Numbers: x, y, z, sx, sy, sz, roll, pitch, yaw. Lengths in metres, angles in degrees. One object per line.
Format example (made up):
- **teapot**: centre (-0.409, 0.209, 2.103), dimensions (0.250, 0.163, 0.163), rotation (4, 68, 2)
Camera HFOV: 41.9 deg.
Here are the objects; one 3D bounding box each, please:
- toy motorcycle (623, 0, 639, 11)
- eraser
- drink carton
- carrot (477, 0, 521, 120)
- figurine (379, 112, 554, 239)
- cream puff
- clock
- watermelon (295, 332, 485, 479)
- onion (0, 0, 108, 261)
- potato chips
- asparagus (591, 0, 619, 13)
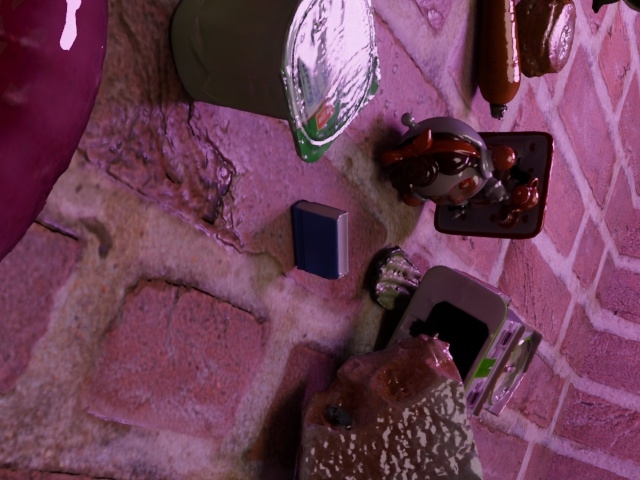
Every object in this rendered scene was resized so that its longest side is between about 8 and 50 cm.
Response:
- **toy motorcycle**: centre (0.642, -0.612, 1.667), dimensions (0.410, 0.169, 0.237), rotation (19, 81, -55)
- **eraser**: centre (0.000, 0.000, 0.976), dimensions (0.027, 0.063, 0.084), rotation (-41, 138, -46)
- **drink carton**: centre (-0.045, -0.171, 0.741), dimensions (0.146, 0.142, 0.144), rotation (-50, 145, -35)
- **carrot**: centre (0.274, -0.344, 1.272), dimensions (0.069, 0.069, 0.336), rotation (-37, 130, -47)
- **figurine**: centre (0.181, -0.102, 1.145), dimensions (0.226, 0.183, 0.160), rotation (16, 81, -48)
- **cream puff**: centre (0.356, -0.339, 1.371), dimensions (0.126, 0.103, 0.144), rotation (-26, 126, -46)
- **clock**: centre (0.236, 0.181, 1.335), dimensions (0.235, 0.166, 0.309), rotation (-63, 153, 6)
- **watermelon**: centre (0.077, 0.298, 1.088), dimensions (0.264, 0.151, 0.302), rotation (-10, 110, -11)
- **onion**: centre (-0.242, -0.090, 0.300), dimensions (0.358, 0.345, 0.358), rotation (-16, 132, -18)
- **potato chips**: centre (0.123, 0.065, 1.248), dimensions (0.207, 0.028, 0.092), rotation (31, 77, -60)
- **asparagus**: centre (0.409, -0.459, 1.056), dimensions (0.085, 0.082, 0.343), rotation (-42, 145, -46)
